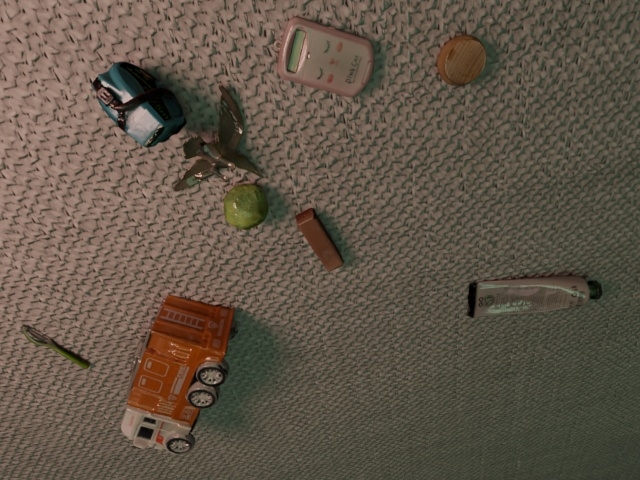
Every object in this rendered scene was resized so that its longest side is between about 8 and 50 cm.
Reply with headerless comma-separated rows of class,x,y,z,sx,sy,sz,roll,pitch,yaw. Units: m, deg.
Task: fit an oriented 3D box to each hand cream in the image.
hand cream,0.556,0.144,1.077,0.336,0.076,0.121,-5,119,2

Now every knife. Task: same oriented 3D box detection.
knife,-0.628,0.257,0.968,0.026,0.022,0.184,-49,122,-13

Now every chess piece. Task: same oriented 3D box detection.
chess piece,0.249,-0.317,0.723,0.084,0.038,0.083,-4,126,-5

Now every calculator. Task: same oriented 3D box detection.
calculator,0.006,-0.307,0.692,0.175,0.032,0.100,10,122,-15

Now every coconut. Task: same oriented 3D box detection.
coconut,-0.146,-0.062,0.801,0.088,0.087,0.096,-8,119,-4

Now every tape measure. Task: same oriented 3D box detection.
tape measure,-0.281,-0.216,0.643,0.081,0.146,0.125,-42,103,18

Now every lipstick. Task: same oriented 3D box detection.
lipstick,0.000,0.000,0.888,0.045,0.045,0.145,-28,123,8

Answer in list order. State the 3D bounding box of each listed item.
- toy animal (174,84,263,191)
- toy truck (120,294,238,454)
toy animal,-0.173,-0.138,0.738,0.155,0.095,0.219,32,114,-22
toy truck,-0.349,0.326,0.977,0.207,0.173,0.387,21,115,-14
